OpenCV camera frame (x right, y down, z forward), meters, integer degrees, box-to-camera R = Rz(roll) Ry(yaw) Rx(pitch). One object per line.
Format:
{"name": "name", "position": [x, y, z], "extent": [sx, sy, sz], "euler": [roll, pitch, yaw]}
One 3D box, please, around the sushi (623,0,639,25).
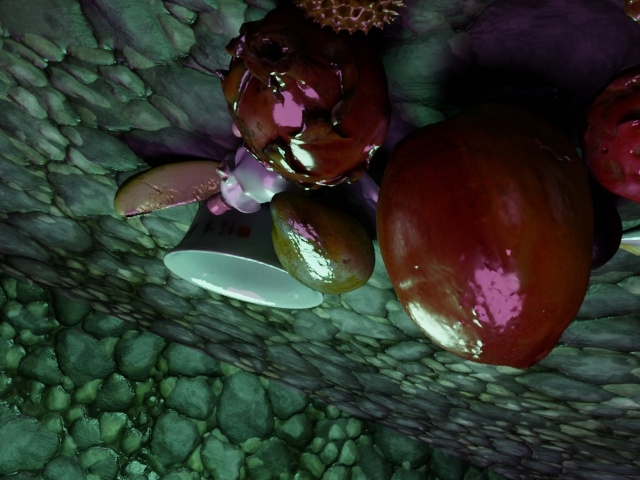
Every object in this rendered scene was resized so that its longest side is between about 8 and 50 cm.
{"name": "sushi", "position": [0.334, -0.283, 0.575], "extent": [0.181, 0.197, 0.343], "euler": [-4, 152, 37]}

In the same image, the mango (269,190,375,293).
{"name": "mango", "position": [0.000, 0.000, 1.230], "extent": [0.192, 0.146, 0.316], "euler": [20, 162, 23]}

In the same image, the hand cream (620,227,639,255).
{"name": "hand cream", "position": [0.561, -0.005, 1.157], "extent": [0.076, 0.047, 0.174], "euler": [23, 163, -13]}

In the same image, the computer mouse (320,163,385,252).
{"name": "computer mouse", "position": [0.118, -0.041, 1.302], "extent": [0.167, 0.090, 0.379], "euler": [27, 162, 31]}

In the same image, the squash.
{"name": "squash", "position": [-0.281, -0.113, 1.410], "extent": [0.252, 0.093, 0.169], "euler": [-5, -169, 41]}

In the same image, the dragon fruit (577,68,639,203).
{"name": "dragon fruit", "position": [0.449, -0.138, 0.859], "extent": [0.261, 0.134, 0.212], "euler": [6, 149, 23]}

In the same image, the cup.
{"name": "cup", "position": [-0.144, 0.016, 1.489], "extent": [0.347, 0.163, 0.347], "euler": [13, 160, 5]}

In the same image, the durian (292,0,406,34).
{"name": "durian", "position": [0.049, -0.307, 0.776], "extent": [0.208, 0.147, 0.102], "euler": [2, -168, 13]}

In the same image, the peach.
{"name": "peach", "position": [0.233, -0.004, 0.986], "extent": [0.372, 0.289, 0.373], "euler": [28, 130, 40]}

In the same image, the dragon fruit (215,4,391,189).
{"name": "dragon fruit", "position": [-0.018, -0.198, 0.945], "extent": [0.250, 0.251, 0.315], "euler": [1, 156, 32]}

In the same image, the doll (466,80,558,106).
{"name": "doll", "position": [0.267, -0.203, 0.973], "extent": [0.125, 0.027, 0.037], "euler": [3, 151, 23]}

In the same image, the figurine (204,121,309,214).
{"name": "figurine", "position": [-0.109, -0.123, 1.251], "extent": [0.275, 0.133, 0.200], "euler": [-16, 122, 48]}

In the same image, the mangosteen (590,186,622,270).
{"name": "mangosteen", "position": [0.409, -0.022, 1.124], "extent": [0.152, 0.153, 0.152], "euler": [15, 154, 7]}
